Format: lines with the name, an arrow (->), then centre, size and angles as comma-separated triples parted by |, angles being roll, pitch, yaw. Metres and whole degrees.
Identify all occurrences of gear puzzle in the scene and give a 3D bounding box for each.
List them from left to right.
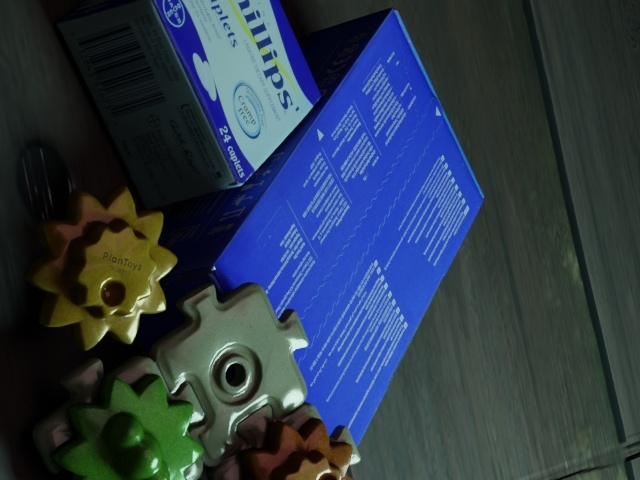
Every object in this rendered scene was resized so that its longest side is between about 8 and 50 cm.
gear puzzle -> -0.054, 0.118, 1.014 | 0.175, 0.044, 0.339 | -34, 112, -29

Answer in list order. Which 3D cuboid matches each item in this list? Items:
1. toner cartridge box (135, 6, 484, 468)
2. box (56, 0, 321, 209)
toner cartridge box -> 0.000, 0.000, 1.213 | 0.165, 0.075, 0.348 | 64, 31, -22
box -> -0.075, -0.107, 1.133 | 0.126, 0.072, 0.137 | 66, 30, -19
